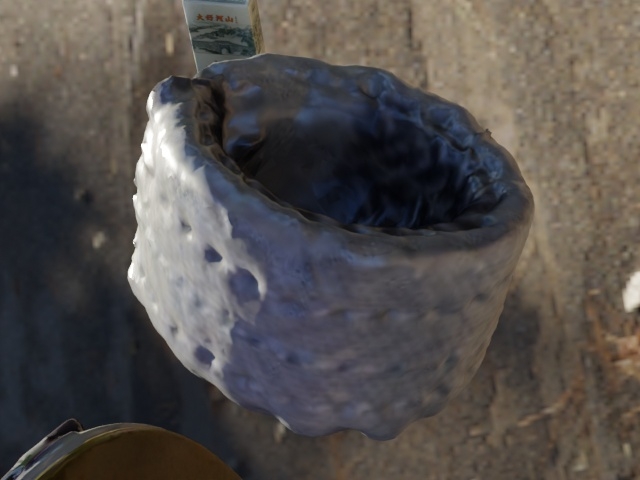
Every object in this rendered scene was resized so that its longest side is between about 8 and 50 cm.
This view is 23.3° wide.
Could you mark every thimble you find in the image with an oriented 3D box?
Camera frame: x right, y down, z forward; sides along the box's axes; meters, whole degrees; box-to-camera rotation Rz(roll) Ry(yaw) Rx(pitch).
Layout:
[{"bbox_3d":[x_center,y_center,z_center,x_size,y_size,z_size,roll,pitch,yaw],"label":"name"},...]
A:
[{"bbox_3d":[0.000,0.000,0.972,0.245,0.217,0.157,27,127,18],"label":"thimble"}]

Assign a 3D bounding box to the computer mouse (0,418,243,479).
[{"bbox_3d":[-0.057,0.194,0.614,0.072,0.158,0.310,19,151,32],"label":"computer mouse"}]

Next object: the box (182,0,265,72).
[{"bbox_3d":[-0.073,-0.159,1.203,0.083,0.054,0.024,81,-158,-49],"label":"box"}]
